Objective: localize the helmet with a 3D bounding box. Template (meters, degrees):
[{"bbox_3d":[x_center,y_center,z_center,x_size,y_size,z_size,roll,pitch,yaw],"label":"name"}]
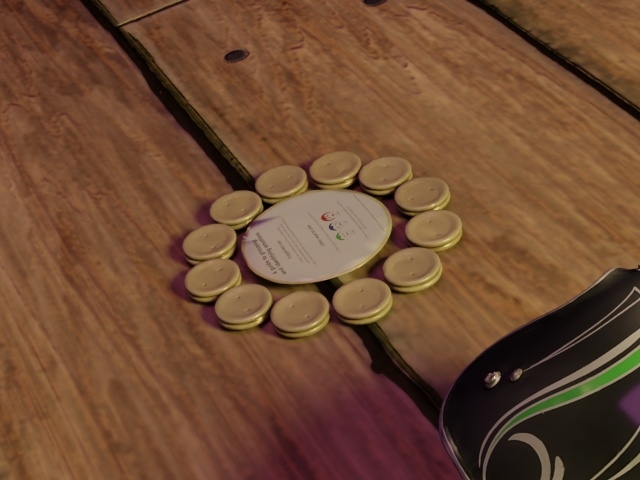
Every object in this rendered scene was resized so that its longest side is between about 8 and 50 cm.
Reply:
[{"bbox_3d":[0.152,0.094,0.668,0.161,0.169,0.169,-31,36,3],"label":"helmet"}]

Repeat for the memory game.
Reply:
[{"bbox_3d":[0.000,0.000,0.972,0.186,0.012,0.186,-9,37,7],"label":"memory game"}]
